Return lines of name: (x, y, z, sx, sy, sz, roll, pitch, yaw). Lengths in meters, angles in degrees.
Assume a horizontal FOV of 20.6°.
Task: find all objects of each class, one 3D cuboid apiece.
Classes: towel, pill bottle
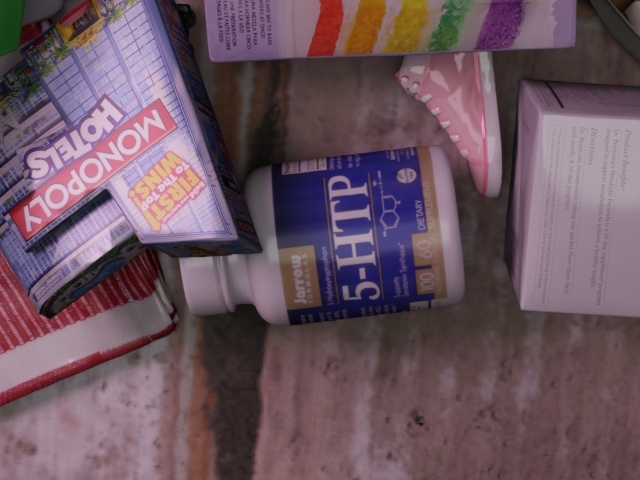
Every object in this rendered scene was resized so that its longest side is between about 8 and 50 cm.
towel: (-0.266, -0.040, 1.236, 0.237, 0.037, 0.329, -23, 98, 5)
pill bottle: (0.000, 0.000, 1.201, 0.186, 0.112, 0.112, -7, 99, 2)

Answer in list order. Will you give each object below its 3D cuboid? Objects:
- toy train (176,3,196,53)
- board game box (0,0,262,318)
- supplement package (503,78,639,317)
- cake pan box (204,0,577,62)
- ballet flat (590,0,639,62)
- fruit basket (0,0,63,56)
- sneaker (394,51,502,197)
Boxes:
toy train: (-0.110, -0.087, 1.230, 0.036, 0.027, 0.158, 5, 99, 3)
board game box: (-0.135, -0.045, 1.149, 0.194, 0.060, 0.194, -36, 74, 7)
supplement package: (0.254, -0.026, 1.177, 0.244, 0.139, 0.134, 4, 105, 0)
cake pan box: (0.042, -0.249, 1.111, 0.245, 0.070, 0.267, -2, 115, -1)
ballet flat: (0.208, -0.184, 1.191, 0.072, 0.068, 0.213, -41, 97, 7)
fruit basket: (-0.310, -0.254, 1.033, 0.165, 0.327, 0.353, 10, 120, 42)
sneaker: (0.088, -0.094, 1.217, 0.070, 0.051, 0.134, -6, 96, 3)
